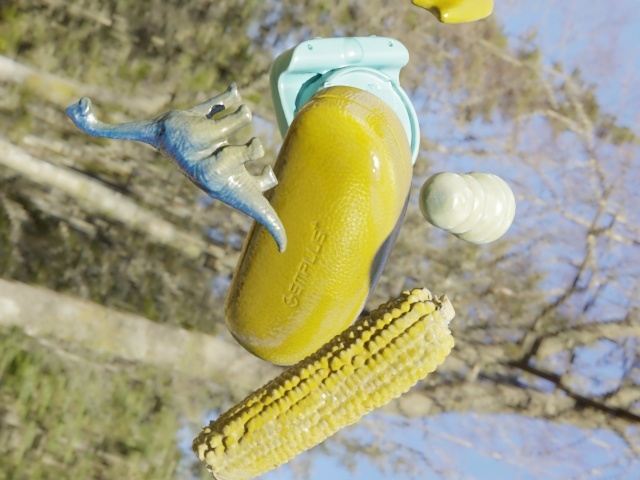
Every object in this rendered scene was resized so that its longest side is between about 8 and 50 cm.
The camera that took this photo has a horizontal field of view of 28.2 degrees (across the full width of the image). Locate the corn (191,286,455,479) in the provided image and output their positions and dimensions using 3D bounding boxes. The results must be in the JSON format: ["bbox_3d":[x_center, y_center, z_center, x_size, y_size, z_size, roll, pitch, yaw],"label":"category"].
[{"bbox_3d":[0.009,0.144,1.232,0.288,0.086,0.086,-33,-162,1],"label":"corn"}]

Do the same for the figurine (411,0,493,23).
[{"bbox_3d":[0.131,-0.309,1.007,0.228,0.215,0.215,85,12,-49],"label":"figurine"}]

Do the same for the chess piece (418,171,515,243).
[{"bbox_3d":[0.248,-0.064,2.232,0.133,0.133,0.243,-65,157,9],"label":"chess piece"}]

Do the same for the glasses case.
[{"bbox_3d":[0.000,0.000,1.572,0.141,0.173,0.371,-58,172,-58],"label":"glasses case"}]

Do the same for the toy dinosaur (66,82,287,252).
[{"bbox_3d":[-0.148,-0.074,1.406,0.188,0.247,0.075,-24,-177,2],"label":"toy dinosaur"}]

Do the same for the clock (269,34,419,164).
[{"bbox_3d":[0.052,-0.167,1.903,0.094,0.223,0.274,-22,-100,56],"label":"clock"}]
